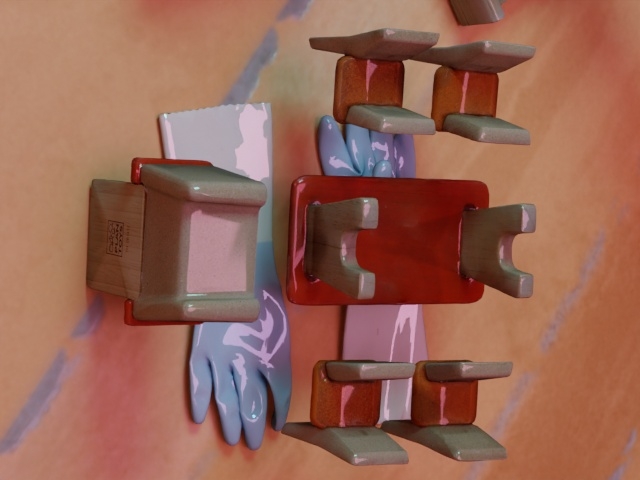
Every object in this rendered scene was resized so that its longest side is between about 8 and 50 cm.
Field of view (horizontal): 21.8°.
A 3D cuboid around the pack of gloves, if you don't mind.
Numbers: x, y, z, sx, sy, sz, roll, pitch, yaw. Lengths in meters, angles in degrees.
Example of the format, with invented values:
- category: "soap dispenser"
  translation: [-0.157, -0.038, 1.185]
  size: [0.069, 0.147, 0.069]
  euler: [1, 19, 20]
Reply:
- category: "pack of gloves"
  translation: [-0.001, 0.021, 1.105]
  size: [0.195, 0.046, 0.232]
  euler: [-9, 97, -33]

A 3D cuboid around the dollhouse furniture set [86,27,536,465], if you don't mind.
- category: "dollhouse furniture set"
  translation: [0.000, 0.000, 1.044]
  size: [0.259, 0.135, 0.262]
  euler: [2, 94, -31]

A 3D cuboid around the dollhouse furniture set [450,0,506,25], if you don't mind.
- category: "dollhouse furniture set"
  translation: [0.199, -0.233, 1.102]
  size: [0.161, 0.242, 0.212]
  euler: [-35, 110, -26]
